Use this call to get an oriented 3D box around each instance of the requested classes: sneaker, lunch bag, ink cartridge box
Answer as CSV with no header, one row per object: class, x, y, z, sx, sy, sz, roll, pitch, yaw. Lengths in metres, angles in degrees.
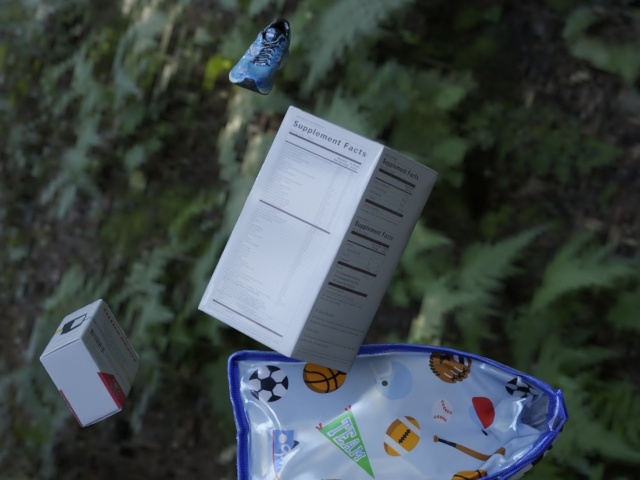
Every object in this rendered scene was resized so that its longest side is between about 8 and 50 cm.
sneaker,-0.080,-0.260,2.244,0.162,0.063,0.073,-68,-3,-54
lunch bag,0.096,0.247,1.977,0.328,0.386,0.238,86,177,-79
ink cartridge box,-0.341,0.182,2.426,0.072,0.127,0.175,-27,14,11

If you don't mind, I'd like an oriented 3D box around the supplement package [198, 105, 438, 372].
supplement package,0.000,0.000,1.758,0.134,0.139,0.244,21,-85,-58
